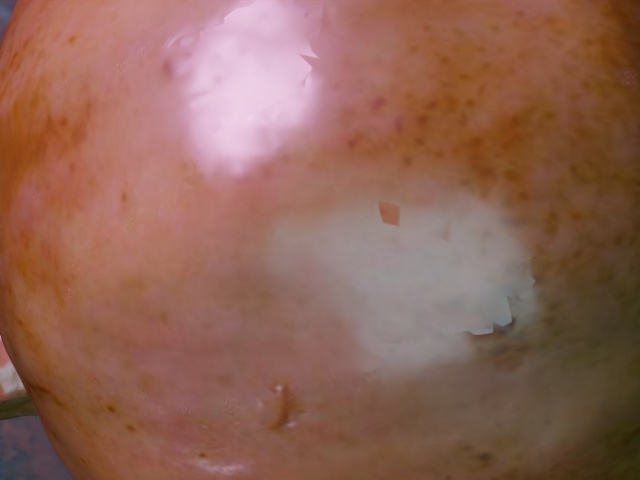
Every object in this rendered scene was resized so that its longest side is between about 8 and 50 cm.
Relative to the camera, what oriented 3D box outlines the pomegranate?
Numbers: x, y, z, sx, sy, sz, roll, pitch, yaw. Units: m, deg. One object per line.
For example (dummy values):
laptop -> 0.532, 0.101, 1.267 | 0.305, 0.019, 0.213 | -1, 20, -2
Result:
pomegranate -> 0.000, 0.000, 0.489 | 0.270, 0.229, 0.252 | -11, 128, 10
